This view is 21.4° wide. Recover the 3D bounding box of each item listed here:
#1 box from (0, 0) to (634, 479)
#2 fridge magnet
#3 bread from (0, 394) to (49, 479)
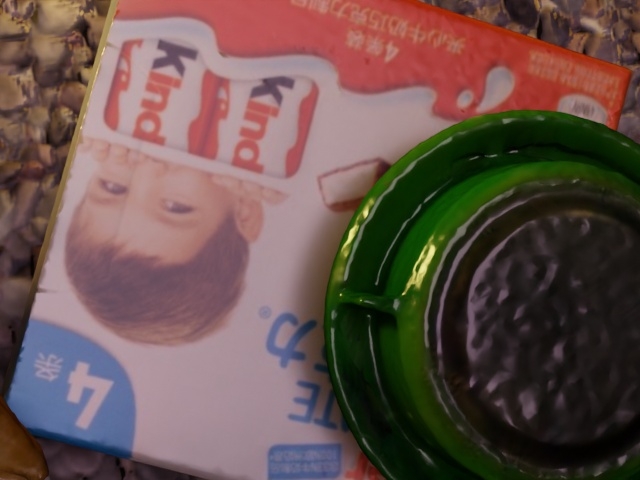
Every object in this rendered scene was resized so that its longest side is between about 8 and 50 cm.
[{"bbox_3d":[0.000,0.000,0.863,0.273,0.048,0.265,15,85,-12],"label":"box"},{"bbox_3d":[0.104,0.040,0.814,0.208,0.088,0.208,0,91,-15],"label":"fridge magnet"},{"bbox_3d":[-0.251,0.029,0.743,0.132,0.167,0.294,-37,92,-16],"label":"bread"}]
